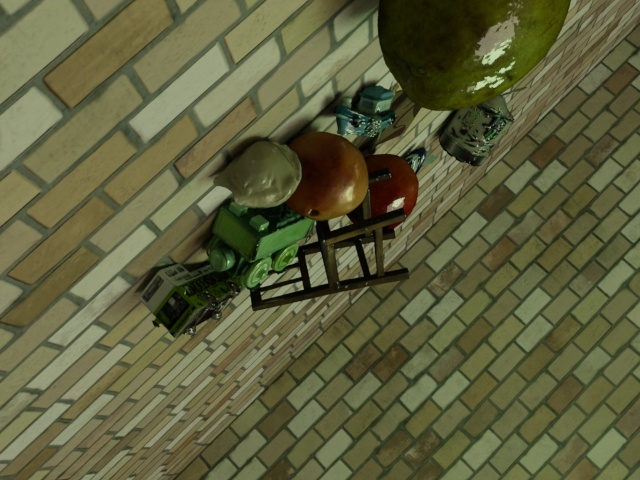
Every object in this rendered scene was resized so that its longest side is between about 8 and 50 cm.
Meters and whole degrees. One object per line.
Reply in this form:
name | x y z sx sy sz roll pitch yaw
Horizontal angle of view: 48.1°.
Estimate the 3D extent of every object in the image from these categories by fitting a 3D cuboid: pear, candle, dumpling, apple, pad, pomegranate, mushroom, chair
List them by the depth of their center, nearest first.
pear | 0.277 -0.440 1.310 0.413 0.352 0.352 -48 166 -7
dumpling | -0.116 -0.128 1.452 0.199 0.136 0.118 -26 165 -26
pomegranate | -0.001 -0.144 1.595 0.209 0.209 0.209 -42 165 -14
chair | 0.000 0.000 1.835 0.416 0.203 0.240 -12 136 -2
mushroom | 0.168 -0.321 1.911 0.026 0.028 0.286 4 147 -11
pad | 0.206 -0.344 1.997 0.330 0.004 0.220 -29 158 -48
apple | 0.164 -0.136 2.020 0.201 0.218 0.218 -24 158 -22
candle | 0.551 -0.410 2.413 0.187 0.187 0.330 -27 156 -51

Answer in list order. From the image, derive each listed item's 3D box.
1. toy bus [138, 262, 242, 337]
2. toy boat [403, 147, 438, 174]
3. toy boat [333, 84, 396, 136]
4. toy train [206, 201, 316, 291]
toy bus | -0.284 0.123 1.664 0.113 0.139 0.302 -49 173 16
toy boat | 0.307 -0.230 2.469 0.210 0.070 0.291 -47 168 14
toy boat | 0.101 -0.302 1.652 0.238 0.109 0.098 -29 138 -56
toy train | -0.140 -0.011 1.665 0.272 0.159 0.188 -26 147 -51
